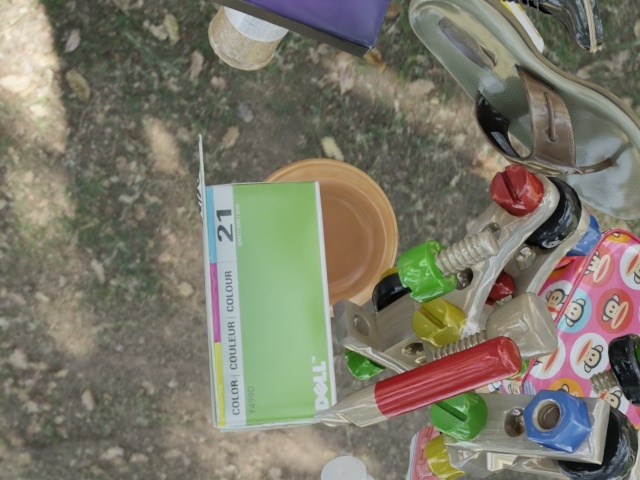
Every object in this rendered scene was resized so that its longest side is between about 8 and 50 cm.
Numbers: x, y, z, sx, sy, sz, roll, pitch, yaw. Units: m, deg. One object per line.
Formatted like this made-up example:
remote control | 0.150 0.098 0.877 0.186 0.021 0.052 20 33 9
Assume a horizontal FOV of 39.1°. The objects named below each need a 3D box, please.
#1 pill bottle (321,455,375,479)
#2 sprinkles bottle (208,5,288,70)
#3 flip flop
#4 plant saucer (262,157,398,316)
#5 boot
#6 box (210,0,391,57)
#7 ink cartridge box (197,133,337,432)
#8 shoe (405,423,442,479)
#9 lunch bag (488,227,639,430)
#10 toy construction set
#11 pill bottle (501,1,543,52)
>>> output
pill bottle | 0.037 0.296 0.989 0.067 0.067 0.120 -3 124 16
sprinkles bottle | -0.066 -0.400 1.369 0.121 0.121 0.355 32 148 -9
flip flop | 0.176 -0.111 0.776 0.277 0.080 0.112 43 150 -4
plant saucer | 0.000 0.000 1.103 0.200 0.037 0.200 -1 97 -8
boot | 0.250 -0.293 1.095 0.137 0.198 0.077 -17 150 4
box | -0.060 -0.250 0.573 0.261 0.103 0.184 19 96 -4
ink cartridge box | -0.039 0.046 0.674 0.097 0.189 0.255 -3 169 -7
shoe | 0.189 0.374 1.492 0.063 0.178 0.081 28 128 -15
lunch bag | 0.371 0.130 1.254 0.258 0.120 0.293 36 81 -21
toy construction set | 0.095 0.095 0.678 0.237 0.309 0.257 -27 73 31
pill bottle | 0.283 -0.324 1.447 0.117 0.117 0.208 -32 103 31
